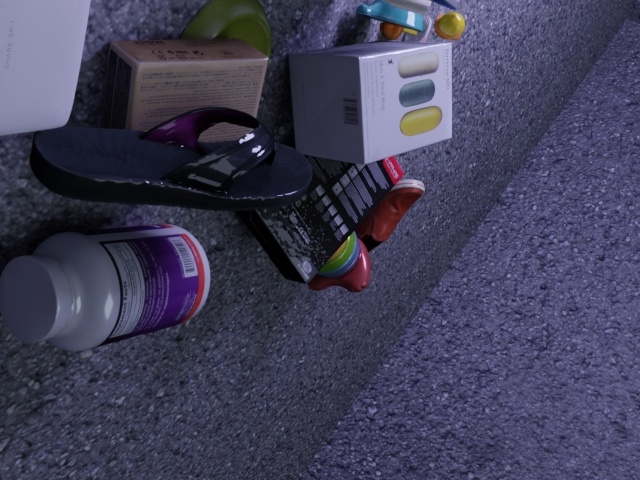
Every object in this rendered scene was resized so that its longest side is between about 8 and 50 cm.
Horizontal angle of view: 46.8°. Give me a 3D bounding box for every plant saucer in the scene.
[{"bbox_3d":[-0.157,-0.300,1.258,0.241,0.037,0.241,-45,153,-30],"label":"plant saucer"}]

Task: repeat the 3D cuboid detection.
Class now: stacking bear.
[{"bbox_3d":[0.000,0.000,1.807,0.289,0.175,0.164,47,49,-56],"label":"stacking bear"}]

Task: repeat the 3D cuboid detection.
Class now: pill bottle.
[{"bbox_3d":[-0.335,0.071,1.176,0.323,0.181,0.181,-9,127,-60],"label":"pill bottle"}]

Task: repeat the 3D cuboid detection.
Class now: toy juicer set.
[{"bbox_3d":[0.187,-0.454,1.539,0.329,0.209,0.089,-12,121,-61],"label":"toy juicer set"}]

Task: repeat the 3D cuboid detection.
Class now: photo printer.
[{"bbox_3d":[-0.396,-0.226,0.776,0.307,0.107,0.256,-22,138,-55],"label":"photo printer"}]

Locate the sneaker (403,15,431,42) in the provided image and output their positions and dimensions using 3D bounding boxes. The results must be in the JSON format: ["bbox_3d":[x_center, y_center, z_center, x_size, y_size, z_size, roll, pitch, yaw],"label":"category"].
[{"bbox_3d":[0.237,-0.486,1.805,0.070,0.051,0.134,-20,139,-58],"label":"sneaker"}]

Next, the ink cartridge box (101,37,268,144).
[{"bbox_3d":[-0.211,-0.206,1.141,0.234,0.088,0.193,-14,133,-41],"label":"ink cartridge box"}]

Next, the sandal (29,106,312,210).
[{"bbox_3d":[-0.170,-0.123,1.039,0.446,0.167,0.107,-4,130,-43],"label":"sandal"}]

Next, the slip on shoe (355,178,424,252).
[{"bbox_3d":[0.160,-0.048,1.964,0.123,0.101,0.331,11,139,-40],"label":"slip on shoe"}]

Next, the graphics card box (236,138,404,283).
[{"bbox_3d":[0.004,-0.113,1.616,0.371,0.094,0.233,-49,123,-24],"label":"graphics card box"}]

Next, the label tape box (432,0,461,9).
[{"bbox_3d":[0.101,-0.514,1.248,0.333,0.240,0.106,-7,125,-62],"label":"label tape box"}]

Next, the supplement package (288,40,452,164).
[{"bbox_3d":[0.104,-0.284,1.467,0.262,0.198,0.199,-20,115,-39],"label":"supplement package"}]
